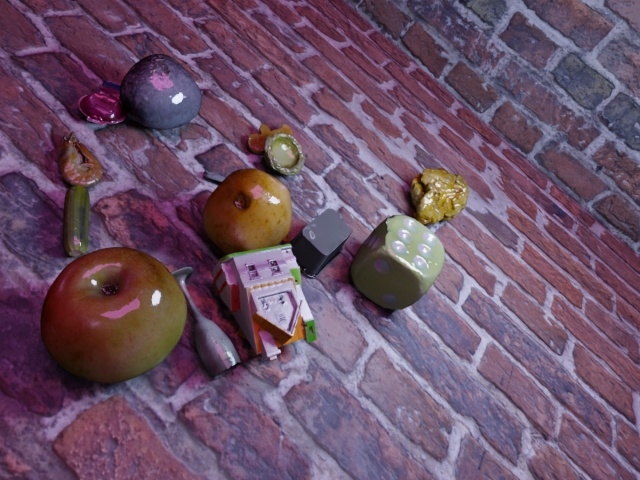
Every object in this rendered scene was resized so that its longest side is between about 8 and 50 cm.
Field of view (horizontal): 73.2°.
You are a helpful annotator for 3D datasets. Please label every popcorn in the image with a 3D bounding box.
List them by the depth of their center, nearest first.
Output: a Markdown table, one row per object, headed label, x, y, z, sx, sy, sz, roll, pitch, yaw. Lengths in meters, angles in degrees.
| label | x | y | z | sx | sy | sz | roll | pitch | yaw |
| --- | --- | --- | --- | --- | --- | --- | --- | --- | --- |
| popcorn | 0.530 | -0.207 | 1.968 | 0.332 | 0.225 | 0.265 | -36 | 84 | -32 |

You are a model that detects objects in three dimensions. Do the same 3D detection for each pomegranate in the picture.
| label | x | y | z | sx | sy | sz | roll | pitch | yaw |
| --- | --- | --- | --- | --- | --- | --- | --- | --- | --- |
| pomegranate | -0.222 | -0.085 | 1.351 | 0.307 | 0.307 | 0.308 | 17 | 49 | -20 |

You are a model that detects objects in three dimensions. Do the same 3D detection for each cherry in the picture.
| label | x | y | z | sx | sy | sz | roll | pitch | yaw |
| --- | --- | --- | --- | --- | --- | --- | --- | --- | --- |
| cherry | -0.562 | -0.523 | 1.535 | 0.255 | 0.218 | 0.296 | 55 | 52 | -24 |

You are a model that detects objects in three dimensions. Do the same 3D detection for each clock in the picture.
| label | x | y | z | sx | sy | sz | roll | pitch | yaw |
| --- | --- | --- | --- | --- | --- | --- | --- | --- | --- |
| clock | -0.155 | 0.191 | 1.260 | 0.235 | 0.166 | 0.310 | -10 | 65 | -36 |

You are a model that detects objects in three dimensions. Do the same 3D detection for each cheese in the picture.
| label | x | y | z | sx | sy | sz | roll | pitch | yaw |
| --- | --- | --- | --- | --- | --- | --- | --- | --- | --- |
| cheese | -0.745 | -0.477 | 1.497 | 0.155 | 0.062 | 0.245 | 16 | 46 | -22 |

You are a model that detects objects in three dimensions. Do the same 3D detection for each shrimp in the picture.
| label | x | y | z | sx | sy | sz | roll | pitch | yaw |
| --- | --- | --- | --- | --- | --- | --- | --- | --- | --- |
| shrimp | -0.743 | -0.247 | 1.328 | 0.115 | 0.051 | 0.217 | -3 | 57 | -41 |

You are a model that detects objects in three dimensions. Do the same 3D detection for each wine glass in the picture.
| label | x | y | z | sx | sy | sz | roll | pitch | yaw |
| --- | --- | --- | --- | --- | --- | --- | --- | --- | --- |
| wine glass | -0.307 | 0.185 | 1.109 | 0.096 | 0.264 | 0.310 | -25 | 71 | -26 |

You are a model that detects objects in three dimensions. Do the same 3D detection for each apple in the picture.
| label | x | y | z | sx | sy | sz | roll | pitch | yaw |
| --- | --- | --- | --- | --- | --- | --- | --- | --- | --- |
| apple | -0.474 | 0.164 | 1.012 | 0.318 | 0.277 | 0.319 | 15 | 49 | -19 |

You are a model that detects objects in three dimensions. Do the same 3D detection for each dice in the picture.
| label | x | y | z | sx | sy | sz | roll | pitch | yaw |
| --- | --- | --- | --- | --- | --- | --- | --- | --- | --- |
| dice | 0.272 | 0.079 | 1.555 | 0.254 | 0.250 | 0.252 | 35 | 45 | -2 |

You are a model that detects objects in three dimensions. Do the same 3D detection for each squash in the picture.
| label | x | y | z | sx | sy | sz | roll | pitch | yaw |
| --- | --- | --- | --- | --- | --- | --- | --- | --- | --- |
| squash | -0.684 | -0.061 | 1.209 | 0.066 | 0.066 | 0.229 | 2 | 57 | -30 |

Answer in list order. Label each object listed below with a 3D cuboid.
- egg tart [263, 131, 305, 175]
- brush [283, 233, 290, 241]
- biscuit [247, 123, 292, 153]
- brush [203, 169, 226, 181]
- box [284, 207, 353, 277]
| label | x | y | z | sx | sy | sz | roll | pitch | yaw |
| --- | --- | --- | --- | --- | --- | --- | --- | --- | --- |
| egg tart | -0.150 | -0.337 | 1.725 | 0.197 | 0.078 | 0.197 | 13 | 67 | -31 |
| brush | -0.164 | -0.110 | 1.600 | 0.103 | 0.013 | 0.272 | -4 | 59 | -33 |
| biscuit | -0.201 | -0.408 | 1.790 | 0.240 | 0.035 | 0.158 | -17 | 78 | -36 |
| brush | -0.284 | -0.178 | 1.558 | 0.296 | 0.060 | 0.068 | 19 | 21 | -3 |
| box | 0.000 | 0.000 | 1.530 | 0.163 | 0.135 | 0.243 | 44 | 45 | 6 |
